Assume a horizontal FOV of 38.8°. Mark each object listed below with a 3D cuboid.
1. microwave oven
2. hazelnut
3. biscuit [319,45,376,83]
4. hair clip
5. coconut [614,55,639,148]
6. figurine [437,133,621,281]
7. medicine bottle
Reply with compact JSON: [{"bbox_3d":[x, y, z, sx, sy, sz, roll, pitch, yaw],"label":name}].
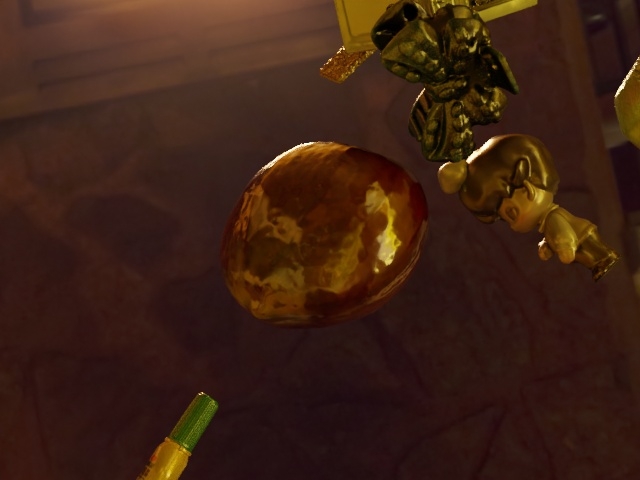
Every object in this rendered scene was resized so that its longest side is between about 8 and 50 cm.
[{"bbox_3d":[0.227,-0.537,1.857,0.355,0.219,0.286,-27,-159,-39],"label":"microwave oven"},{"bbox_3d":[0.000,0.000,1.766,0.420,0.353,0.421,-10,-152,5],"label":"hazelnut"},{"bbox_3d":[0.103,-0.500,2.352,0.237,0.026,0.131,-44,-148,-3],"label":"biscuit"},{"bbox_3d":[0.231,-0.296,1.635,0.206,0.310,0.194,-26,-139,5],"label":"hair clip"},{"bbox_3d":[0.563,-0.203,1.336,0.235,0.236,0.204,-11,175,5],"label":"coconut"},{"bbox_3d":[0.429,-0.051,1.853,0.206,0.365,0.218,-39,167,26],"label":"figurine"},{"bbox_3d":[-0.272,0.397,1.652,0.260,0.064,0.095,-56,-174,-16],"label":"medicine bottle"}]
